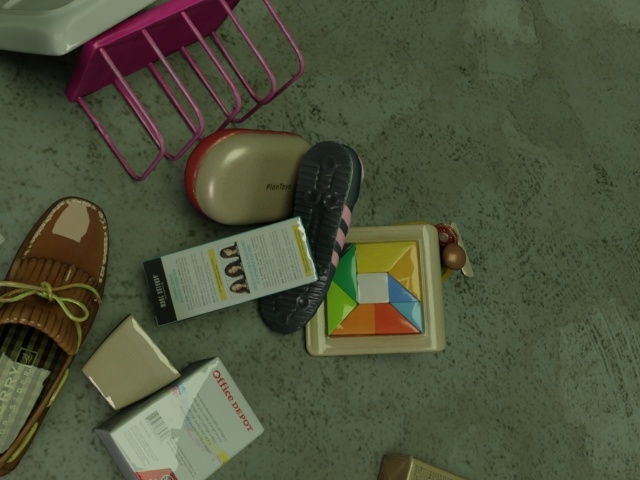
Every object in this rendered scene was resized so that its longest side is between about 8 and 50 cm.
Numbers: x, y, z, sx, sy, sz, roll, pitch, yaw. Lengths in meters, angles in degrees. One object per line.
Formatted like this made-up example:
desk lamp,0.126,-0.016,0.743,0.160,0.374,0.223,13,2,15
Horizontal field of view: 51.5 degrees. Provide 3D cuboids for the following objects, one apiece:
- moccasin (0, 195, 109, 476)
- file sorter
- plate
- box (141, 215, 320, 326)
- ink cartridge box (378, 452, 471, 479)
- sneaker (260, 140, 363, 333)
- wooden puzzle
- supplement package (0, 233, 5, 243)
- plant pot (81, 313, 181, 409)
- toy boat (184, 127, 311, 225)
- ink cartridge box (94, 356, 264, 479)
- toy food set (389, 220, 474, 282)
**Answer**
moccasin,-0.376,0.113,0.865,0.139,0.147,0.380,29,66,-18
file sorter,-0.199,-0.247,1.018,0.291,0.202,0.182,-37,98,-29
plate,-0.332,-0.354,0.946,0.277,0.278,0.045,-45,133,-28
box,-0.131,0.047,0.990,0.244,0.060,0.100,-16,85,2
ink cartridge box,0.172,0.492,1.080,0.193,0.088,0.234,28,66,-20
sneaker,0.000,0.000,1.082,0.112,0.131,0.318,24,100,18
wooden puzzle,0.091,0.080,1.126,0.239,0.044,0.220,-1,77,-3
supplement package,-0.533,-0.013,0.719,0.198,0.263,0.199,-54,131,-26
plant pot,-0.271,0.176,0.932,0.096,0.109,0.109,-40,97,-16
toy boat,-0.128,-0.114,1.060,0.231,0.151,0.151,-8,120,-54
ink cartridge box,-0.197,0.265,0.928,0.176,0.127,0.128,-32,93,-29
toy food set,0.206,0.019,1.225,0.218,0.071,0.128,-7,81,-28
